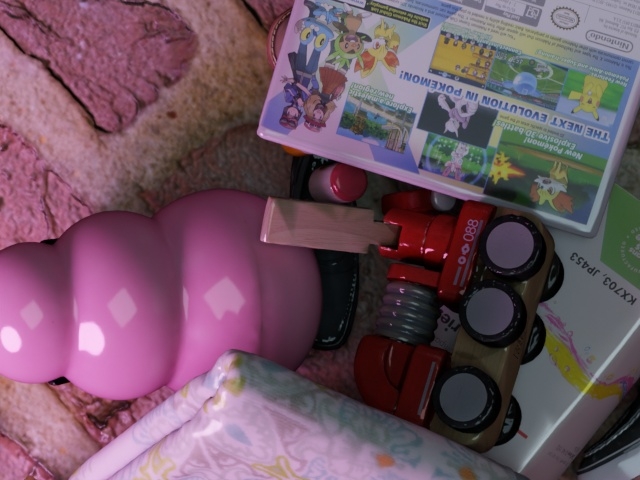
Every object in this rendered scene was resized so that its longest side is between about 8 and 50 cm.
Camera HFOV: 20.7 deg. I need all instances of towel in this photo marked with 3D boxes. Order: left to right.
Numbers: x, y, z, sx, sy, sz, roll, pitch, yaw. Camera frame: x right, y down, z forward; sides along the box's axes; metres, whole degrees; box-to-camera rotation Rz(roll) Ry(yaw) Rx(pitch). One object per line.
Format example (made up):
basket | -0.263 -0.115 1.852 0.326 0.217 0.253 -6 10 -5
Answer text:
towel | -0.033 0.246 1.593 0.320 0.374 0.090 23 53 -23

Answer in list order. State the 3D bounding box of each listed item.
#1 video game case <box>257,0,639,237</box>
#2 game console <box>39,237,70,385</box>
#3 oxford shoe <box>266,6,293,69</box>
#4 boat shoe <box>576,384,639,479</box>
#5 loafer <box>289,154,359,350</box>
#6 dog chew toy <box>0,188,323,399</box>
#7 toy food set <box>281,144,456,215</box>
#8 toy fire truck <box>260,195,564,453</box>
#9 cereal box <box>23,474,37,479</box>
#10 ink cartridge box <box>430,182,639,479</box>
video game case | 0.139 -0.190 1.597 0.329 0.036 0.300 17 100 1
game console | -0.211 0.066 1.735 0.085 0.124 0.144 -3 92 25
oxford shoe | 0.122 -0.192 1.706 0.348 0.130 0.123 0 92 -2
boat shoe | 0.360 0.130 1.738 0.306 0.113 0.105 -38 86 -2
loafer | 0.000 0.000 1.737 0.076 0.078 0.223 -1 93 -1
dog chew toy | -0.171 0.059 1.643 0.332 0.206 0.206 -4 93 -22
toy food set | 0.086 -0.081 1.678 0.232 0.104 0.111 3 86 -26
toy fire truck | 0.071 0.057 1.591 0.246 0.158 0.217 15 81 22
cereal box | -0.296 0.371 1.731 0.173 0.047 0.240 41 107 -3
ink cartridge box | 0.190 0.100 1.691 0.207 0.119 0.353 38 91 25
